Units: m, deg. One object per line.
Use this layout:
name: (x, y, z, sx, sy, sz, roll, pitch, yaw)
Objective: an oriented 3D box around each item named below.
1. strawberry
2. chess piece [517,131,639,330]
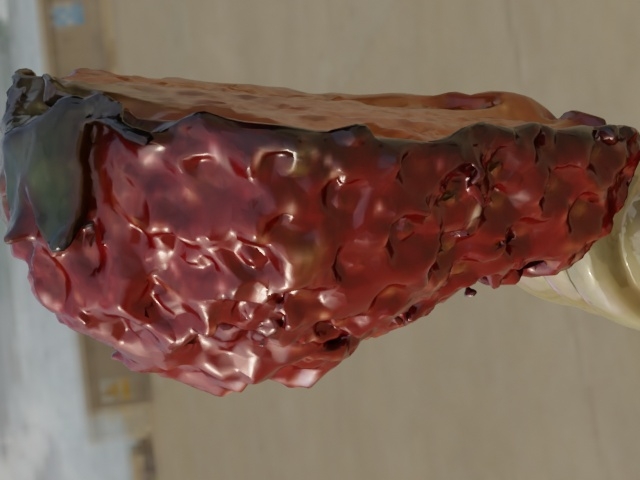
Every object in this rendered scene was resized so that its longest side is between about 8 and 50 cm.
strawberry: (0.000, 0.000, 0.673, 0.190, 0.236, 0.111, -151, 64, -71)
chess piece: (0.151, -0.006, 0.879, 0.307, 0.138, 0.124, 16, 118, 49)
